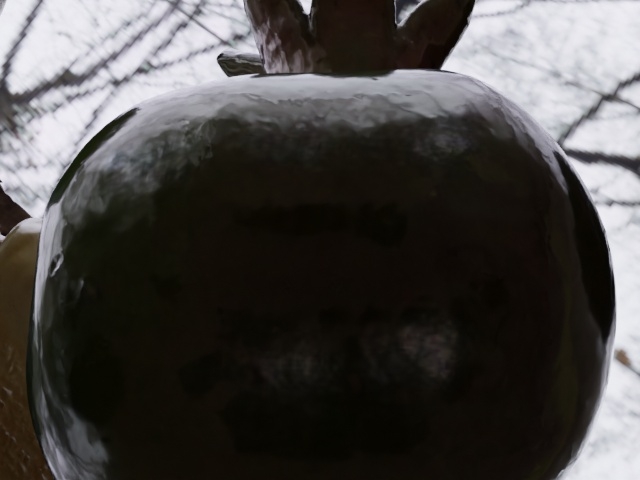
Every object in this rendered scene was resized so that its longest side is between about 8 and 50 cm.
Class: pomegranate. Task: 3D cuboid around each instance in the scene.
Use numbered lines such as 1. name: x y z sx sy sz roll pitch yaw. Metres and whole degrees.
1. pomegranate: 0.000 0.000 0.417 0.152 0.191 0.131 -4 -43 4

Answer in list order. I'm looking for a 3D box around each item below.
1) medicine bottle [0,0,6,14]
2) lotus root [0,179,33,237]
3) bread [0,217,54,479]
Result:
1. medicine bottle: -0.302 -0.205 0.833 0.238 0.232 0.238 0 -104 0
2. lotus root: -0.255 0.090 0.956 0.272 0.192 0.272 2 -97 -17
3. bread: -0.105 0.069 0.647 0.119 0.177 0.084 -52 -16 22
